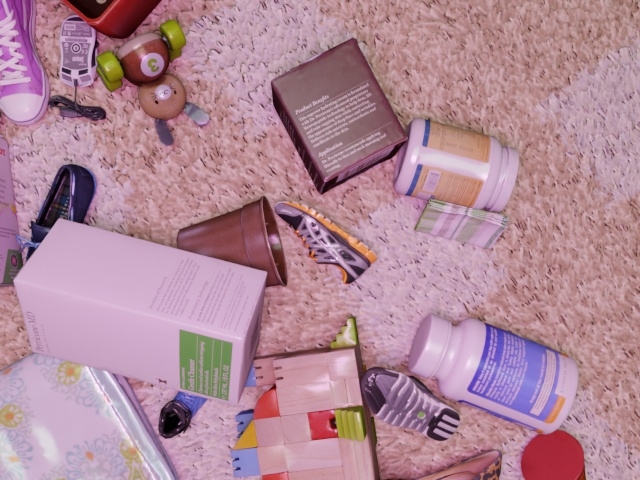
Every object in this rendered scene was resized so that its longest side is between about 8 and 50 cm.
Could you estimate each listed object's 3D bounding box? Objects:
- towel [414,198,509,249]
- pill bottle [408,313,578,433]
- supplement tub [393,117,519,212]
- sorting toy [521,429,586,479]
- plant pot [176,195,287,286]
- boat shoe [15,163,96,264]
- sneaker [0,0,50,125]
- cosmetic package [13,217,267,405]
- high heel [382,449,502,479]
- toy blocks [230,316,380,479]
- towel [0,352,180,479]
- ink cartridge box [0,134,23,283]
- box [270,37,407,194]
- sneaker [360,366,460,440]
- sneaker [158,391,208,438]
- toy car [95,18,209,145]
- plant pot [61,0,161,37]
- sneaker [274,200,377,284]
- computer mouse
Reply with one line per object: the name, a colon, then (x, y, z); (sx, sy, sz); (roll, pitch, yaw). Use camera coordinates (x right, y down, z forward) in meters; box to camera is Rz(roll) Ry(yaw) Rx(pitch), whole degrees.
towel: (0.258, -0.025, 1.279); (0.151, 0.113, 0.023); (12, 61, -1)
pill bottle: (0.303, 0.230, 1.243); (0.271, 0.152, 0.153); (22, 86, -1)
supplement tub: (0.244, -0.133, 1.267); (0.199, 0.144, 0.145); (14, 86, -2)
sorting toy: (0.372, 0.523, 1.270); (0.126, 0.127, 0.366); (41, 88, -29)
plant pot: (-0.158, 0.021, 1.238); (0.165, 0.167, 0.167); (-15, 87, 4)
boat shoe: (-0.491, -0.018, 1.248); (0.108, 0.089, 0.259); (9, 82, 11)
sneaker: (-0.569, -0.355, 1.238); (0.102, 0.161, 0.282); (-10, 88, -5)
cosmetic package: (-0.285, 0.118, 1.144); (0.365, 0.197, 0.155); (12, 45, 3)
high heel: (0.211, 0.410, 1.213); (0.186, 0.093, 0.261); (-52, 130, -1)
toy blocks: (-0.041, 0.346, 1.225); (0.260, 0.191, 0.382); (-9, 87, 8)
towel: (-0.458, 0.383, 1.230); (0.320, 0.090, 0.375); (-29, 88, -5)
ink cartridge box: (-0.619, -0.054, 1.193); (0.117, 0.201, 0.279); (-9, 86, -2)
box: (0.029, -0.216, 1.252); (0.168, 0.167, 0.203); (-27, 88, -4)
sneaker: (0.136, 0.272, 1.237); (0.228, 0.132, 0.086); (37, 92, -28)
sneaker: (-0.238, 0.289, 1.247); (0.058, 0.084, 0.152); (37, 85, 0)
toy car: (-0.291, -0.274, 1.263); (0.155, 0.149, 0.189); (-32, 100, -14)
plant pot: (-0.378, -0.512, 1.218); (0.267, 0.236, 0.267); (40, 86, 1)
sneaker: (0.000, 0.000, 1.281); (0.214, 0.084, 0.083); (34, 90, -1)
computer mouse: (-0.450, -0.324, 1.301); (0.105, 0.042, 0.193); (5, 92, 2)
